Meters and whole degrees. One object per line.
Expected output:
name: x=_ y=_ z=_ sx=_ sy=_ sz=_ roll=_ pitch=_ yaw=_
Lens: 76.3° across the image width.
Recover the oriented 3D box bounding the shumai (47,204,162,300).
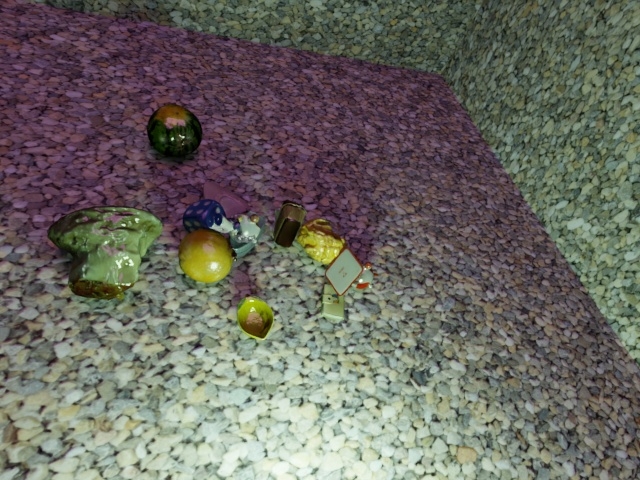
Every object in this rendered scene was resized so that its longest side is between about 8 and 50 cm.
shumai: x=-0.798 y=0.058 z=1.544 sx=0.397 sy=0.324 sz=0.324 roll=-7 pitch=71 yaw=-20

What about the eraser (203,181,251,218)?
eraser: x=-0.491 y=-0.203 z=2.004 sx=0.243 sy=0.059 sz=0.204 roll=47 pitch=51 yaw=12

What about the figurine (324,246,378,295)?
figurine: x=0.177 y=0.159 z=1.907 sx=0.226 sy=0.183 sz=0.160 roll=15 pitch=32 yaw=-45

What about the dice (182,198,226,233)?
dice: x=-0.518 y=-0.094 z=1.824 sx=0.146 sy=0.143 sz=0.146 roll=0 pitch=43 yaw=25

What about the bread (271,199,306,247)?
bread: x=-0.159 y=-0.092 z=1.950 sx=0.142 sy=0.224 sz=0.212 roll=17 pitch=34 yaw=-17

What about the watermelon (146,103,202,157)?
watermelon: x=-0.737 y=-0.551 z=2.058 sx=0.268 sy=0.269 sz=0.269 roll=11 pitch=50 yaw=-14

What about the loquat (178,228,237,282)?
loquat: x=-0.467 y=0.062 z=1.697 sx=0.243 sy=0.244 sz=0.244 roll=11 pitch=50 yaw=-14

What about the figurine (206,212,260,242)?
figurine: x=-0.353 y=-0.061 z=1.731 sx=0.193 sy=0.274 sz=0.133 roll=-9 pitch=81 yaw=2

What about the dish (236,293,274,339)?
dish: x=-0.272 y=0.323 z=1.667 sx=0.148 sy=0.080 sz=0.208 roll=-11 pitch=60 yaw=-24

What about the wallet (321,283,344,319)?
wallet: x=0.055 y=0.281 z=1.859 sx=0.110 sy=0.039 sz=0.155 roll=15 pitch=50 yaw=-15

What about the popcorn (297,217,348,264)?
popcorn: x=0.000 y=0.000 z=1.940 sx=0.250 sy=0.250 sz=0.190 roll=32 pitch=84 yaw=5

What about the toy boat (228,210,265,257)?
toy boat: x=-0.355 y=-0.023 z=1.909 sx=0.127 sy=0.078 sz=0.283 roll=31 pitch=47 yaw=-1
